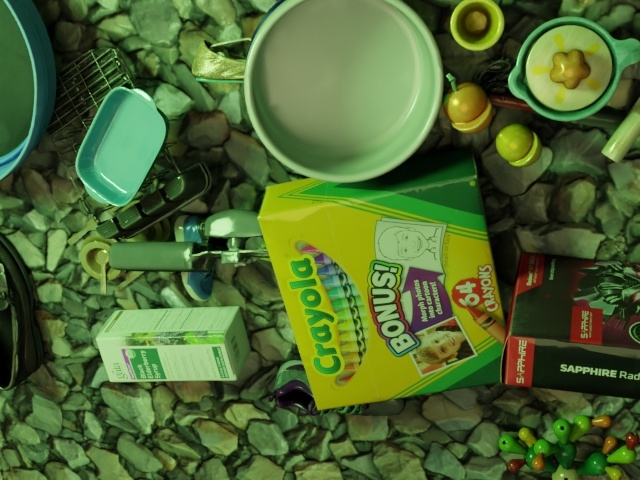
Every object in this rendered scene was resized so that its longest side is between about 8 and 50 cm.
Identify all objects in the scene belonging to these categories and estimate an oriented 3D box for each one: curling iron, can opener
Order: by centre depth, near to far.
[{"bbox_3d":[0.340,-0.189,1.453,0.274,0.035,0.068,19,122,5],"label":"curling iron"},{"bbox_3d":[-0.197,0.001,1.639,0.283,0.076,0.095,0,86,27],"label":"can opener"}]

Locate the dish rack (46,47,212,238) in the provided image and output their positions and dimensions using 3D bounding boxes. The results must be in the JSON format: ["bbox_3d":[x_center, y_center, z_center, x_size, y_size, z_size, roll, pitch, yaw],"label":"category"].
[{"bbox_3d":[-0.314,-0.150,1.627,0.208,0.074,0.272,-28,91,26],"label":"dish rack"}]

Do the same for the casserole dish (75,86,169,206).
[{"bbox_3d":[-0.286,-0.139,1.556,0.114,0.037,0.188,37,115,11],"label":"casserole dish"}]

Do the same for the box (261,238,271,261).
[{"bbox_3d":[0.000,0.000,1.653,0.178,0.042,0.109,15,122,8],"label":"box"}]

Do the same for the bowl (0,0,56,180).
[{"bbox_3d":[-0.572,-0.270,1.609,0.391,0.077,0.391,9,116,20],"label":"bowl"}]

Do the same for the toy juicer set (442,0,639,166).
[{"bbox_3d":[0.317,-0.189,1.393,0.328,0.089,0.209,12,104,3],"label":"toy juicer set"}]

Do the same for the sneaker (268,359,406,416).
[{"bbox_3d":[0.027,0.271,1.765,0.223,0.098,0.083,10,121,10],"label":"sneaker"}]

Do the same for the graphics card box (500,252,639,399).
[{"bbox_3d":[0.450,0.124,1.484,0.370,0.233,0.094,6,120,13],"label":"graphics card box"}]

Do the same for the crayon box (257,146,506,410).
[{"bbox_3d":[0.106,0.067,1.585,0.313,0.106,0.363,-11,119,9],"label":"crayon box"}]

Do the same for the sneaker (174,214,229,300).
[{"bbox_3d":[-0.179,0.031,1.710,0.084,0.058,0.152,1,113,25],"label":"sneaker"}]

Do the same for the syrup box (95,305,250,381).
[{"bbox_3d":[-0.248,0.176,1.791,0.236,0.096,0.093,-3,118,16],"label":"syrup box"}]

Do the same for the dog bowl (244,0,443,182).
[{"bbox_3d":[0.028,-0.218,1.434,0.264,0.104,0.265,-2,110,-4],"label":"dog bowl"}]

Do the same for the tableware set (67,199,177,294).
[{"bbox_3d":[-0.328,0.007,1.750,0.194,0.039,0.128,-36,104,29],"label":"tableware set"}]

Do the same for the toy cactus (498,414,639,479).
[{"bbox_3d":[0.404,0.365,1.722,0.218,0.112,0.181,-6,127,9],"label":"toy cactus"}]

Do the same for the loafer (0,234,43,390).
[{"bbox_3d":[-0.562,0.124,1.849,0.109,0.095,0.303,-2,118,16],"label":"loafer"}]

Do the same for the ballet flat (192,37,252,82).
[{"bbox_3d":[-0.086,-0.255,1.519,0.206,0.073,0.067,6,106,8],"label":"ballet flat"}]
